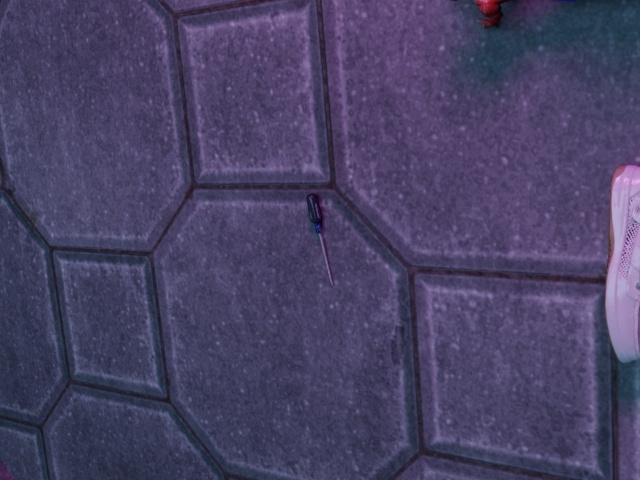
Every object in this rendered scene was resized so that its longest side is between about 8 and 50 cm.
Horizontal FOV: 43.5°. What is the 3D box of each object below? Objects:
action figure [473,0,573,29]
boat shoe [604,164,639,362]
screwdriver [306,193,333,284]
[{"bbox_3d":[0.312,-0.351,1.103,0.280,0.139,0.092,-2,98,12],"label":"action figure"},{"bbox_3d":[0.446,0.037,1.089,0.096,0.098,0.277,4,102,34],"label":"boat shoe"},{"bbox_3d":[0.000,0.000,1.428,0.024,0.025,0.170,-6,97,35],"label":"screwdriver"}]
